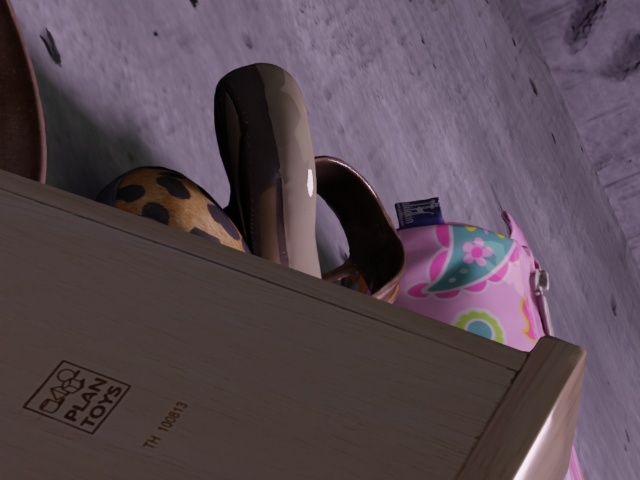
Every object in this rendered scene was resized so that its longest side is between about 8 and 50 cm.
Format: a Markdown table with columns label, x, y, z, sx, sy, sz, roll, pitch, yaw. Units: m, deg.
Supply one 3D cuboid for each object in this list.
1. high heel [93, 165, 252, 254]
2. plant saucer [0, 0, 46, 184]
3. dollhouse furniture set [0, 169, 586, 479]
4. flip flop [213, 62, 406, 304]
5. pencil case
| label | x | y | z | sx | sy | sz | roll | pitch | yaw |
| --- | --- | --- | --- | --- | --- | --- | --- | --- | --- |
| high heel | -0.010 | 0.090 | 0.823 | 0.261 | 0.093 | 0.186 | 51 | 23 | -30 |
| plant saucer | -0.160 | -0.083 | 0.674 | 0.198 | 0.036 | 0.198 | 57 | 17 | -29 |
| dollhouse furniture set | -0.078 | 0.176 | 0.520 | 0.286 | 0.198 | 0.303 | -53 | 153 | -44 |
| flip flop | 0.000 | 0.000 | 0.921 | 0.277 | 0.080 | 0.112 | 87 | -15 | -65 |
| pencil case | 0.089 | 0.120 | 1.071 | 0.124 | 0.124 | 0.284 | 47 | 26 | -52 |
